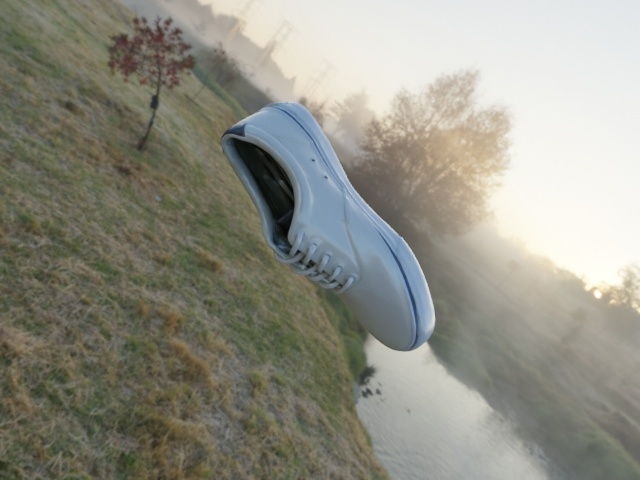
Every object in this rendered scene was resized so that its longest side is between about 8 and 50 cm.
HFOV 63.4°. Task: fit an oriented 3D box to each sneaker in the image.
[{"bbox_3d":[0.000,0.000,0.461,0.091,0.094,0.258,-34,87,-40],"label":"sneaker"}]
